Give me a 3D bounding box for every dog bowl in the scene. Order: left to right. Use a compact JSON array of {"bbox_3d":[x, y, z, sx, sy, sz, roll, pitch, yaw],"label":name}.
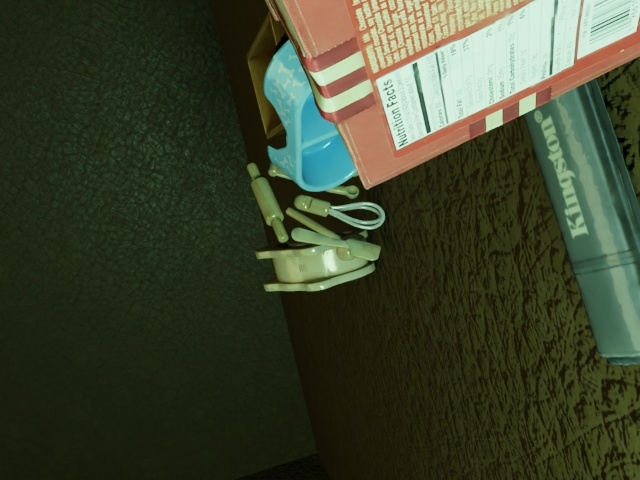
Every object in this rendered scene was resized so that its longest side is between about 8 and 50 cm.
[{"bbox_3d":[0.009,-0.182,1.044,0.074,0.166,0.297,56,162,28],"label":"dog bowl"}]

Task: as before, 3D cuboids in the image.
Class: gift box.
[{"bbox_3d":[0.071,-0.226,0.424,0.255,0.277,0.258,67,178,-61],"label":"gift box"}]

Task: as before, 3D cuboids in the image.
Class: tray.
[{"bbox_3d":[-0.078,-0.337,1.495,0.411,0.076,0.202,-166,62,-77],"label":"tray"}]

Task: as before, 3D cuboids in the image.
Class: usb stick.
[{"bbox_3d":[0.200,-0.042,0.532,0.077,0.045,0.277,137,118,-79],"label":"usb stick"}]

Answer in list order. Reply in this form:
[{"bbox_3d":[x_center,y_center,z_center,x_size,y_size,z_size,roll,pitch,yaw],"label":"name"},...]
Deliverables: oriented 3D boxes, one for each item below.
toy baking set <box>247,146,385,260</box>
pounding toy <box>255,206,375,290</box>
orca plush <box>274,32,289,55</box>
[{"bbox_3d":[-0.005,-0.067,1.151,0.030,0.197,0.256,100,155,-54],"label":"toy baking set"},{"bbox_3d":[0.000,0.000,1.278,0.270,0.154,0.154,-5,102,45],"label":"pounding toy"},{"bbox_3d":[-0.030,-0.309,1.196,0.151,0.102,0.287,-128,25,-65],"label":"orca plush"}]
